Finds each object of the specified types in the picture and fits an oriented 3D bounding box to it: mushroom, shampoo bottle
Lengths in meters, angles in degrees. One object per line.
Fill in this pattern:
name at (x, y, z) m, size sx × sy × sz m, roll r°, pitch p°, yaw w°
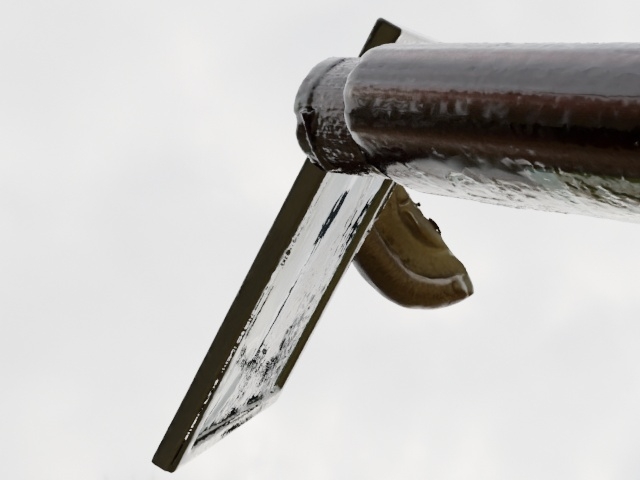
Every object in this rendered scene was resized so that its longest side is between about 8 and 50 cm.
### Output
mushroom at (0.068, -0.009, 1.367) m, size 0.094 × 0.072 × 0.209 m, roll -40°, pitch -83°, yaw -27°
shampoo bottle at (0.109, -0.057, 0.693) m, size 0.129 × 0.323 × 0.084 m, roll 22°, pitch -98°, yaw -40°

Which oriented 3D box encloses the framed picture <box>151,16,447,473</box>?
framed picture at (0.000, 0.000, 0.979) m, size 0.022 × 0.247 × 0.335 m, roll 30°, pitch -78°, yaw 12°
